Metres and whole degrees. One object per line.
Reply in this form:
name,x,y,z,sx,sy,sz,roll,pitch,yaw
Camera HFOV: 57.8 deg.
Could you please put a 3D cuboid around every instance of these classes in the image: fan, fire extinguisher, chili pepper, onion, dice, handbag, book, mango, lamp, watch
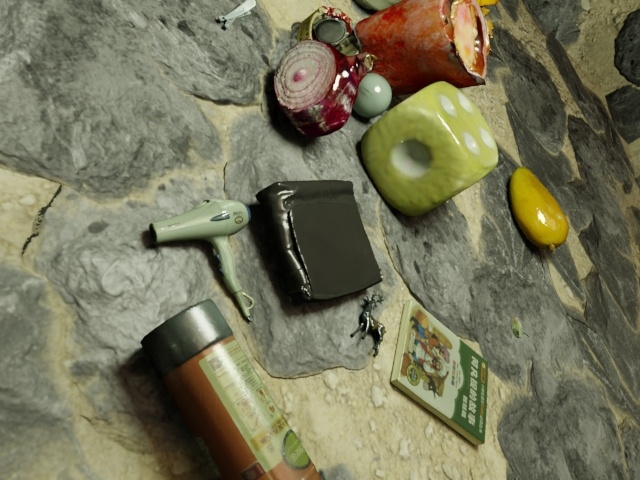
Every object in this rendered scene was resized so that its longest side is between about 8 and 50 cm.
fan,0.518,0.235,1.512,0.080,0.003,0.060,53,41,-7
fire extinguisher,-0.080,0.258,0.784,0.376,0.113,0.200,58,28,8
chili pepper,0.228,-0.460,1.395,0.251,0.305,0.229,21,65,-55
onion,0.022,-0.315,1.179,0.140,0.218,0.195,44,33,-48
dice,0.254,-0.211,1.347,0.238,0.227,0.233,57,38,-1
handbag,0.000,0.000,1.076,0.247,0.080,0.223,-8,80,-50
book,0.256,0.272,1.203,0.264,0.027,0.202,40,43,-21
mango,0.662,-0.098,1.777,0.176,0.119,0.317,6,57,-35
lamp,0.119,-0.346,1.385,0.105,0.105,0.105,24,51,-34
watch,0.014,-0.416,1.336,0.165,0.102,0.268,35,51,-30

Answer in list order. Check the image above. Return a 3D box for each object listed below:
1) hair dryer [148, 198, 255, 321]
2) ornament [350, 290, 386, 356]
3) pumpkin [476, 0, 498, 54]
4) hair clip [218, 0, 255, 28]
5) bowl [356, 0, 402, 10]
hair dryer,-0.182,0.032,0.902,0.167,0.067,0.199,1,80,-35
ornament,0.103,0.153,1.121,0.073,0.028,0.125,41,45,-20
pumpkin,0.386,-0.654,1.714,0.256,0.303,0.225,14,28,4
hair clip,-0.175,-0.479,1.217,0.030,0.039,0.115,42,45,-11
bowl,0.152,-0.748,1.646,0.237,0.126,0.238,25,50,-34
